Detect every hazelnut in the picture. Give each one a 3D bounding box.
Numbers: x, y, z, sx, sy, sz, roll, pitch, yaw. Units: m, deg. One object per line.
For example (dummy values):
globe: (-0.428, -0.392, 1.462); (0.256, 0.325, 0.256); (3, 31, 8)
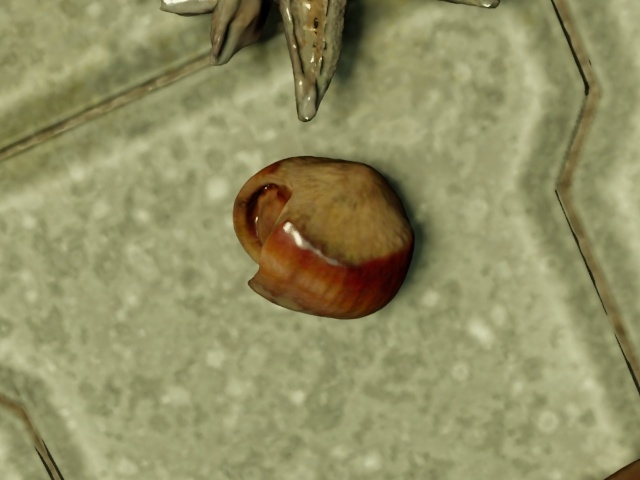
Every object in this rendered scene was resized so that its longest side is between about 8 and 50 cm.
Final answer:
hazelnut: (0.000, 0.000, 0.509); (0.086, 0.086, 0.086); (2, 103, 7)

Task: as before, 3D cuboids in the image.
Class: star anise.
star anise: (-0.004, -0.155, 0.478); (0.195, 0.065, 0.182); (34, 100, 3)

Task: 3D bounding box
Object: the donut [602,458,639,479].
donut: (0.211, 0.221, 0.518); (0.270, 0.103, 0.269); (1, 102, 6)
